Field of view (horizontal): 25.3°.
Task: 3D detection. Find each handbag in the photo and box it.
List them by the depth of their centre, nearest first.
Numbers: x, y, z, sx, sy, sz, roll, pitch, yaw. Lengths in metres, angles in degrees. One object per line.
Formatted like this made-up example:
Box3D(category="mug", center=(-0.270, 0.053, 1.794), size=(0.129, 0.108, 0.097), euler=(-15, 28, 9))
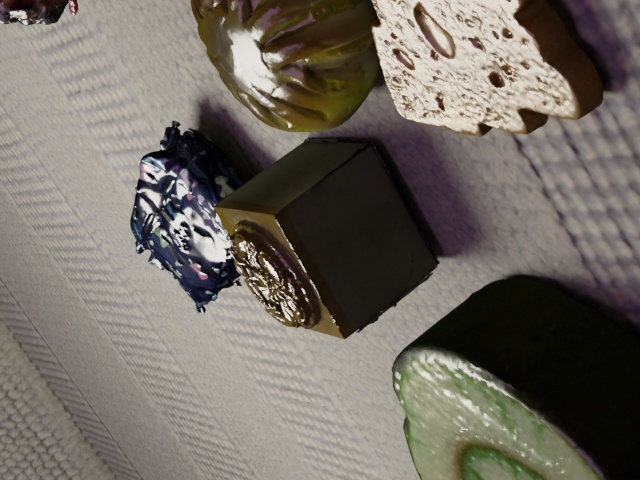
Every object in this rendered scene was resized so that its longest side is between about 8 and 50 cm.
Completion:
Box3D(category="handbag", center=(-0.141, -0.026, 1.627), size=(0.162, 0.113, 0.260), euler=(41, 155, 8))

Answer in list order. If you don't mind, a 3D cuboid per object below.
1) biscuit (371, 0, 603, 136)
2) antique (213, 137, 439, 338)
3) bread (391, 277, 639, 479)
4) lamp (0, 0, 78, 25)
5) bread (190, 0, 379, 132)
Box3D(category="biscuit", center=(0.105, -0.150, 1.054), size=(0.212, 0.041, 0.239), euler=(44, 158, 3))
Box3D(category="antique", center=(0.000, 0.000, 1.347), size=(0.147, 0.148, 0.152), euler=(61, 159, -18))
Box3D(category="bread", center=(0.223, 0.210, 1.259), size=(0.366, 0.129, 0.382), euler=(52, 157, 7))
Box3D(category="lamp", center=(-0.318, -0.345, 1.479), size=(0.118, 0.118, 0.253), euler=(37, 146, 31))
Box3D(category="bread", center=(-0.040, -0.183, 1.203), size=(0.213, 0.104, 0.213), euler=(45, 158, 23))
